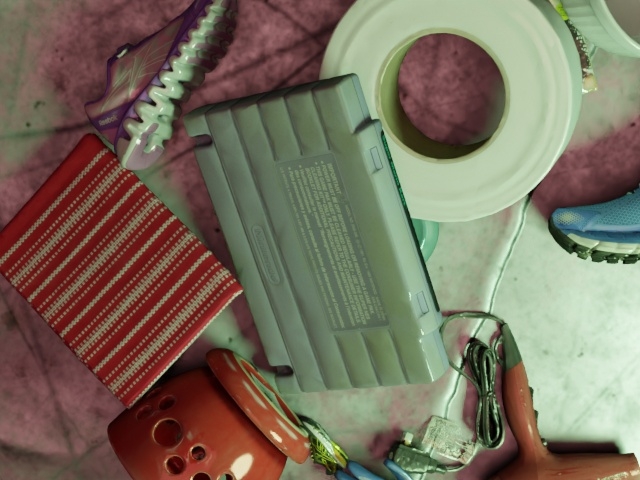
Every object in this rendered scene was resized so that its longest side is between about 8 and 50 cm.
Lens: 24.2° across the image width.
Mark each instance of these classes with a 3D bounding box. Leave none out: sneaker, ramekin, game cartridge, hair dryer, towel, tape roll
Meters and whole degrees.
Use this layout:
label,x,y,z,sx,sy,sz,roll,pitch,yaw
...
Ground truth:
label,x,y,z,sx,sy,sz,roll,pitch,yaw
sneaker,-0.002,0.250,1.796,0.035,0.031,0.083,-41,96,7
ramekin,0.356,-0.296,1.634,0.207,0.109,0.207,-1,92,-22
sneaker,-0.187,-0.201,1.703,0.105,0.095,0.236,35,94,18
game cartridge,0.000,0.000,1.678,0.230,0.068,0.355,-9,107,31
hair dryer,0.243,0.235,1.765,0.294,0.080,0.223,25,98,-3
sneaker,0.419,-0.057,1.707,0.330,0.130,0.147,-12,85,0
towel,-0.242,0.031,1.717,0.275,0.031,0.199,45,97,17
tape roll,0.143,-0.165,1.657,0.286,0.100,0.286,4,104,15

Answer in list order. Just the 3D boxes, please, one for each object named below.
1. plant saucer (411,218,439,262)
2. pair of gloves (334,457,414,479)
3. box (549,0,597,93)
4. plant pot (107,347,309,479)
label,x,y,z,sx,sy,sz,roll,pitch,yaw
plant saucer,0.080,-0.012,1.757,0.119,0.021,0.119,0,100,1
pair of gloves,0.071,0.352,1.792,0.159,0.023,0.198,24,116,1
box,0.243,-0.272,1.694,0.087,0.058,0.232,-17,98,4
plant pot,-0.124,0.229,1.718,0.174,0.191,0.191,-43,96,1
